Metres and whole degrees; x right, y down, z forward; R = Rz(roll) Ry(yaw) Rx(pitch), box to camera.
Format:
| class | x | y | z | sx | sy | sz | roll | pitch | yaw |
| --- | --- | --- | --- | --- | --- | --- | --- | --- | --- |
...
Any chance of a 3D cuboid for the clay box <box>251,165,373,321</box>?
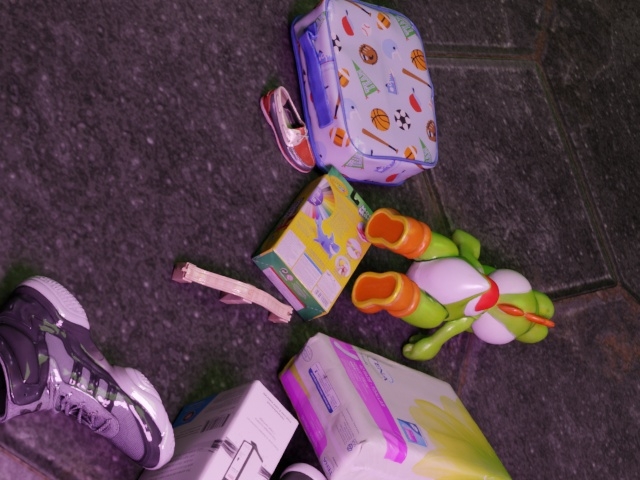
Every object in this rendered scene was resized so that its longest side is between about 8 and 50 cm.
| class | x | y | z | sx | sy | sz | roll | pitch | yaw |
| --- | --- | --- | --- | --- | --- | --- | --- | --- | --- |
| clay box | 0.000 | 0.000 | 1.740 | 0.127 | 0.053 | 0.222 | 50 | 42 | -15 |

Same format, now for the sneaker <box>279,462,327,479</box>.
| class | x | y | z | sx | sy | sz | roll | pitch | yaw |
| --- | --- | --- | --- | --- | --- | --- | --- | --- | --- |
| sneaker | 0.009 | 0.434 | 1.453 | 0.296 | 0.104 | 0.147 | 55 | 40 | -2 |

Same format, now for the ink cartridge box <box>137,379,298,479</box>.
| class | x | y | z | sx | sy | sz | roll | pitch | yaw |
| --- | --- | --- | --- | --- | --- | --- | --- | --- | --- |
| ink cartridge box | -0.136 | 0.278 | 1.393 | 0.086 | 0.148 | 0.203 | 49 | 45 | -19 |

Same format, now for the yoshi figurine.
| class | x | y | z | sx | sy | sz | roll | pitch | yaw |
| --- | --- | --- | --- | --- | --- | --- | --- | --- | --- |
| yoshi figurine | 0.200 | 0.078 | 1.833 | 0.362 | 0.203 | 0.203 | 22 | 34 | -36 |

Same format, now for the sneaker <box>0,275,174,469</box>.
| class | x | y | z | sx | sy | sz | roll | pitch | yaw |
| --- | --- | --- | --- | --- | --- | --- | --- | --- | --- |
| sneaker | -0.291 | 0.180 | 1.327 | 0.268 | 0.101 | 0.153 | 52 | 43 | -5 |

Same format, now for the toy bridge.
| class | x | y | z | sx | sy | sz | roll | pitch | yaw |
| --- | --- | --- | --- | --- | --- | --- | --- | --- | --- |
| toy bridge | -0.111 | 0.071 | 1.583 | 0.188 | 0.063 | 0.026 | 26 | 72 | -35 |

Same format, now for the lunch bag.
| class | x | y | z | sx | sy | sz | roll | pitch | yaw |
| --- | --- | --- | --- | --- | --- | --- | --- | --- | --- |
| lunch bag | 0.065 | -0.244 | 1.885 | 0.243 | 0.115 | 0.303 | 4 | 69 | -42 |

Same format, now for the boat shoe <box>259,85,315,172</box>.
| class | x | y | z | sx | sy | sz | roll | pitch | yaw |
| --- | --- | --- | --- | --- | --- | --- | --- | --- | --- |
| boat shoe | -0.043 | -0.168 | 1.788 | 0.049 | 0.043 | 0.137 | -33 | 96 | -50 |

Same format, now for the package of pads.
| class | x | y | z | sx | sy | sz | roll | pitch | yaw |
| --- | --- | --- | --- | --- | --- | --- | --- | --- | --- |
| package of pads | 0.100 | 0.259 | 1.614 | 0.296 | 0.101 | 0.229 | 25 | 22 | -36 |
